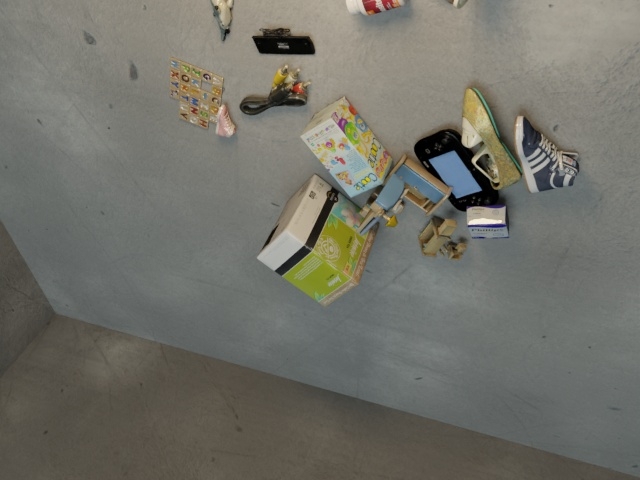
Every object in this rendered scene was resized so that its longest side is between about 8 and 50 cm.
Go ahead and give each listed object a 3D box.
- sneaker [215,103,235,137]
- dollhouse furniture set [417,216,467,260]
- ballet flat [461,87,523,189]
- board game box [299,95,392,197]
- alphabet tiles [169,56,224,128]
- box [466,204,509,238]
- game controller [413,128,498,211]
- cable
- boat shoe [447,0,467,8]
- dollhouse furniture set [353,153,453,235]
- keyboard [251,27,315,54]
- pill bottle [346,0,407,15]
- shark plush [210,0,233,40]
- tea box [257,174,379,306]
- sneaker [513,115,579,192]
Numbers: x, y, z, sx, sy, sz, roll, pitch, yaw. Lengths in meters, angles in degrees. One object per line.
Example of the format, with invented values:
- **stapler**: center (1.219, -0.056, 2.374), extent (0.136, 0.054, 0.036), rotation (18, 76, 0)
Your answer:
- **sneaker**: center (-0.331, -0.421, 1.913), extent (0.070, 0.051, 0.134), rotation (22, 141, 1)
- **dollhouse furniture set**: center (0.467, -0.027, 1.930), extent (0.161, 0.101, 0.182), rotation (8, 140, -18)
- **ballet flat**: center (0.490, -0.288, 1.606), extent (0.123, 0.123, 0.348), rotation (-17, 126, 36)
- **board game box**: center (0.090, -0.303, 1.766), extent (0.144, 0.142, 0.275), rotation (-21, 120, 39)
- **alphabet tiles**: center (-0.445, -0.510, 1.907), extent (0.198, 0.009, 0.237), rotation (22, 137, 3)
- **box**: center (0.562, -0.060, 1.802), extent (0.126, 0.072, 0.137), rotation (-1, 160, 24)
- **game controller**: center (0.441, -0.220, 1.744), extent (0.166, 0.067, 0.319), rotation (-23, 119, 39)
- **cable**: center (-0.146, -0.480, 1.787), extent (0.139, 0.072, 0.287), rotation (31, 152, -32)
- **boat shoe**: center (0.349, -0.713, 1.237), extent (0.097, 0.116, 0.324), rotation (28, 124, 18)
- **dollhouse furniture set**: center (0.246, -0.077, 1.766), extent (0.198, 0.303, 0.286), rotation (36, 143, -1)
- **keyboard**: center (-0.112, -0.615, 1.643), extent (0.192, 0.038, 0.100), rotation (7, 158, 17)
- **pill bottle**: center (0.149, -0.653, 1.435), extent (0.152, 0.086, 0.086), rotation (-4, 130, 29)
- **shark plush**: center (-0.303, -0.694, 1.651), extent (0.067, 0.073, 0.161), rotation (33, 162, 20)
- **tea box**: center (0.000, 0.000, 1.970), extent (0.323, 0.329, 0.220), rotation (37, 136, -14)
- **sneaker**: center (0.667, -0.258, 1.576), extent (0.153, 0.099, 0.282), rotation (-3, 138, 33)
